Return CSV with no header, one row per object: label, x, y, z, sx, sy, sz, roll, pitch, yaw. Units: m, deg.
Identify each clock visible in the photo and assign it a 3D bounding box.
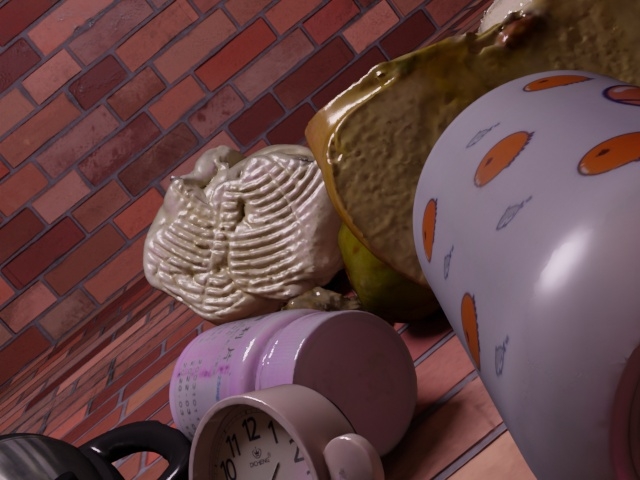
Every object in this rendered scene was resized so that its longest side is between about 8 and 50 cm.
clock,-0.028,0.188,0.642,0.063,0.156,0.229,-6,-18,-45

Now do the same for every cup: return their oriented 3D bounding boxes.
cup,0.179,0.027,0.488,0.212,0.212,0.317,-37,15,9

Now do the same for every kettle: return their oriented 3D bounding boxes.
kettle,-0.240,0.302,0.817,0.250,0.207,0.271,-9,5,-32

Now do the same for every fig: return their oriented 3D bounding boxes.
fig,0.115,0.014,0.916,0.186,0.148,0.142,-9,61,12

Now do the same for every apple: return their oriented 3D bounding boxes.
apple,0.161,-0.085,0.762,0.309,0.252,0.314,-28,35,8

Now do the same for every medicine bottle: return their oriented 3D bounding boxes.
medicine bottle,-0.033,0.141,0.814,0.152,0.152,0.254,-47,14,-31

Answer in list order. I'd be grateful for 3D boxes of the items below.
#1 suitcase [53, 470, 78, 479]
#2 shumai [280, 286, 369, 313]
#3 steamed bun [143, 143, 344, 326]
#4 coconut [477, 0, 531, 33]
suitcase,-0.155,0.310,0.394,0.335,0.230,0.152,-45,14,-27
shumai,0.007,0.101,0.997,0.139,0.105,0.123,-15,5,-11
steamed bun,-0.085,-0.005,1.278,0.320,0.275,0.206,-5,-7,17
coconut,0.312,-0.239,1.013,0.230,0.227,0.227,-30,16,39
